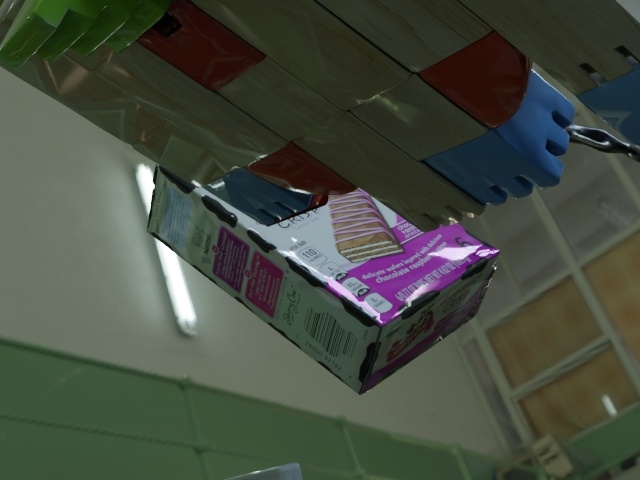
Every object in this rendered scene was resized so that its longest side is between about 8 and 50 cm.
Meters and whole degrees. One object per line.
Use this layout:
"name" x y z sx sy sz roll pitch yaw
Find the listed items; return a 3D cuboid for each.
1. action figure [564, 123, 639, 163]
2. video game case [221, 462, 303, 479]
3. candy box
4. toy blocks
"action figure" 0.321 -0.087 0.800 0.275 0.141 0.164 23 -53 10
"video game case" -0.019 0.159 0.407 0.011 0.122 0.087 -5 -15 -33
"candy box" 0.000 0.000 0.770 0.159 0.233 0.071 -27 -39 -45
"toy blocks" 0.015 -0.106 0.472 0.261 0.191 0.381 32 -30 -26
